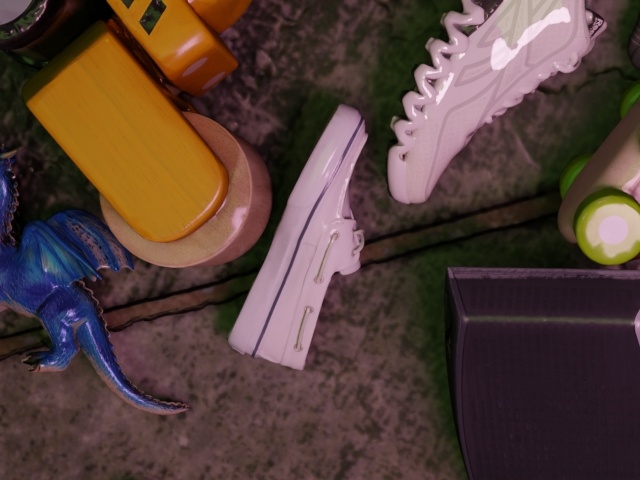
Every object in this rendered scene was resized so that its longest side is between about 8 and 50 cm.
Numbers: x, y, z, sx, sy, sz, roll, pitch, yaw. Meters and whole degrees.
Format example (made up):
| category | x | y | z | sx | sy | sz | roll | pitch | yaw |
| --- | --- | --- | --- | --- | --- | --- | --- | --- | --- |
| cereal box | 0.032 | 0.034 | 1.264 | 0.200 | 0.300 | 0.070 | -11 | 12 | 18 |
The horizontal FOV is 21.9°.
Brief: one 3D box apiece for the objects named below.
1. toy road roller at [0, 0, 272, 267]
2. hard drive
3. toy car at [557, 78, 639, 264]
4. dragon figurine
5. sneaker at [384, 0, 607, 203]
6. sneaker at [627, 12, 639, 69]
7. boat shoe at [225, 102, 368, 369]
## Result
| category | x | y | z | sx | sy | sz | roll | pitch | yaw |
| --- | --- | --- | --- | --- | --- | --- | --- | --- | --- |
| toy road roller | -0.116 | -0.160 | 1.270 | 0.240 | 0.202 | 0.329 | -38 | 86 | 4 |
| hard drive | 0.179 | 0.126 | 1.236 | 0.172 | 0.054 | 0.255 | 1 | 133 | 13 |
| toy car | 0.286 | -0.016 | 1.220 | 0.188 | 0.155 | 0.149 | 35 | 104 | -6 |
| dragon figurine | -0.214 | 0.027 | 1.370 | 0.289 | 0.085 | 0.144 | 34 | 104 | 9 |
| sneaker | 0.142 | -0.147 | 1.258 | 0.118 | 0.110 | 0.292 | 28 | 103 | 0 |
| sneaker | 0.285 | -0.238 | 1.225 | 0.106 | 0.078 | 0.234 | 42 | 115 | 24 |
| boat shoe | 0.000 | 0.000 | 1.327 | 0.075 | 0.083 | 0.226 | 24 | 114 | -2 |
